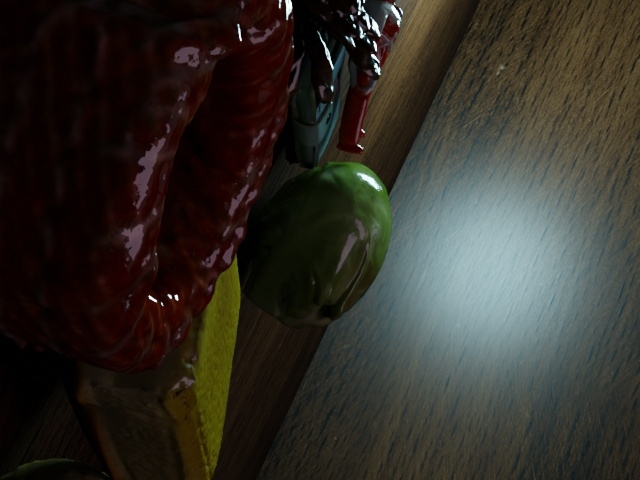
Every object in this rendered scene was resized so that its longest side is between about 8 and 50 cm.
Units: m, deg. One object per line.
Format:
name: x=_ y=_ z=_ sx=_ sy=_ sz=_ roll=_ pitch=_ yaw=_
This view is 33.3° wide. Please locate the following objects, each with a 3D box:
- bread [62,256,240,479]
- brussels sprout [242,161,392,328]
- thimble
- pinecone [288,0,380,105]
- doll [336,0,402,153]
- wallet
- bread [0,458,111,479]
bread: x=-0.180 y=0.096 z=1.229 sx=0.333 sy=0.143 sz=0.323 roll=91 pitch=5 yaw=-55
brussels sprout: x=0.000 y=0.000 z=1.954 sx=0.328 sy=0.247 sz=0.328 roll=-47 pitch=158 yaw=-27
thimble: x=-0.180 y=-0.072 z=0.837 sx=0.350 sy=0.231 sz=0.350 roll=21 pitch=90 yaw=-82
pinecone: x=-0.048 y=-0.246 z=1.212 sx=0.201 sy=0.229 sz=0.202 roll=-30 pitch=149 yaw=3
doll: x=0.092 y=-0.353 z=1.905 sx=0.188 sy=0.099 sz=0.384 roll=-81 pitch=-179 yaw=-68
wallet: x=-0.008 y=-0.250 z=1.837 sx=0.250 sy=0.075 sz=0.176 roll=94 pitch=15 yaw=-63
bread: x=-0.336 y=0.364 z=1.255 sx=0.244 sy=0.134 sz=0.244 roll=-60 pitch=166 yaw=-27
